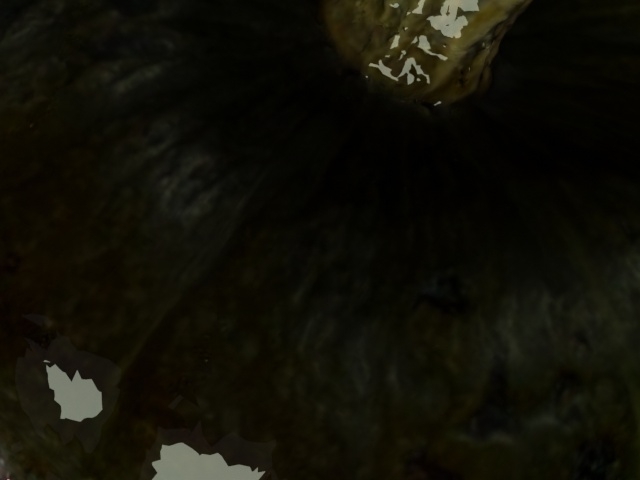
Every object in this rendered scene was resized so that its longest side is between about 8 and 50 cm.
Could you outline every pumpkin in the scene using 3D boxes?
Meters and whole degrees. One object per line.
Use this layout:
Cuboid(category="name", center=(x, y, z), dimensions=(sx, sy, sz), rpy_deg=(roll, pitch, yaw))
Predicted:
Cuboid(category="pumpkin", center=(0.000, 0.000, 0.516), dimensions=(0.325, 0.232, 0.242), rpy_deg=(21, 140, 0))
